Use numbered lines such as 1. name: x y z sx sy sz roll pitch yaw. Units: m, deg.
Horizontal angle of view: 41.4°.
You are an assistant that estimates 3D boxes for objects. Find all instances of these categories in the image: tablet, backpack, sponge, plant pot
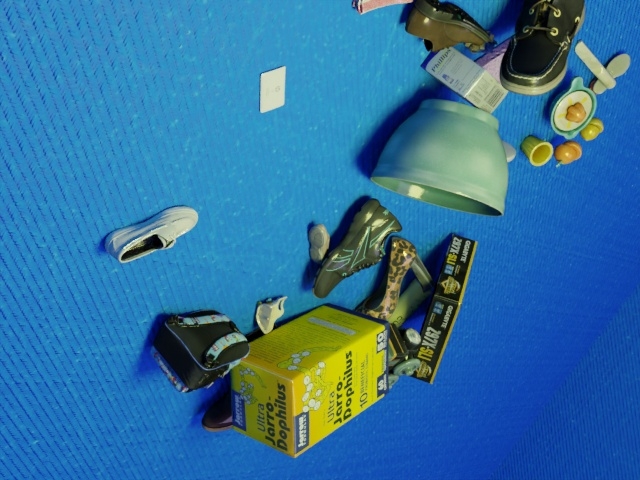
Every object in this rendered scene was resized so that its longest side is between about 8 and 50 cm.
1. tablet: -0.087 -0.275 1.546 0.054 0.006 0.083 -25 141 -28
2. backpack: -0.243 0.224 1.767 0.173 0.158 0.117 -13 143 -55
3. sponge: 0.428 -0.403 1.940 0.210 0.031 0.117 -34 144 -16
4. plant pot: 0.272 -0.185 1.812 0.293 0.293 0.196 18 87 -53

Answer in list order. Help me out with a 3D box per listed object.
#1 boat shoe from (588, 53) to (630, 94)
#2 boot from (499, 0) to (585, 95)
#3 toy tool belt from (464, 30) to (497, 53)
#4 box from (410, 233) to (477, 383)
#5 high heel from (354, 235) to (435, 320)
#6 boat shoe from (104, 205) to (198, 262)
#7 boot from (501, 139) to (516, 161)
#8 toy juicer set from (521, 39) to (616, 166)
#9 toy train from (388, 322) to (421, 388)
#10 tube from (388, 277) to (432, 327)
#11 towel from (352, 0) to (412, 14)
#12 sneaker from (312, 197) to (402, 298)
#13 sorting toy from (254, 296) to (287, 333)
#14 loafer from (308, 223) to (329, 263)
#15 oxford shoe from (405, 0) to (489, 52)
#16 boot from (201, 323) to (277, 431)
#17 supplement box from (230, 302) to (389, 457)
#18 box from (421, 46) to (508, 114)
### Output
1. boat shoe: 0.766 -0.442 2.253 0.137 0.049 0.043 -48 -172 -1
2. boot: 0.467 -0.498 1.723 0.377 0.138 0.284 -53 151 -35
3. toy tool belt: 0.354 -0.422 1.825 0.083 0.051 0.052 -10 132 -42
4. box: 0.325 0.185 2.264 0.257 0.079 0.322 -61 167 -48
5. high heel: 0.141 0.106 2.144 0.261 0.093 0.186 -32 119 5
6. boat shoe: -0.297 -0.008 1.542 0.184 0.063 0.066 -18 137 -35
7. boot: 0.352 -0.175 2.055 0.258 0.095 0.123 -9 138 -31
8. toy juicer set: 0.675 -0.329 2.186 0.209 0.089 0.329 10 117 -30
9. toy train: 0.113 0.330 2.217 0.190 0.142 0.334 6 142 -41
10. tube: 0.206 0.210 2.309 0.070 0.062 0.240 36 104 -16
11. towel: 0.131 -0.509 1.519 0.144 0.029 0.197 -23 139 -31
12. sneaker: 0.079 0.035 1.926 0.267 0.106 0.101 -55 175 14
13. sorting toy: -0.107 0.159 1.937 0.075 0.045 0.083 -24 140 -41
14. loafer: 0.000 0.000 1.893 0.039 0.045 0.125 -46 157 -31
15. oxford shoe: 0.250 -0.422 1.701 0.227 0.082 0.096 6 130 -41
16. boot: -0.190 0.321 1.999 0.248 0.090 0.206 -28 130 -22
17. supplement box: -0.018 0.308 1.946 0.357 0.195 0.194 -24 119 -46
18. box: 0.303 -0.339 1.778 0.072 0.137 0.126 -53 145 12
